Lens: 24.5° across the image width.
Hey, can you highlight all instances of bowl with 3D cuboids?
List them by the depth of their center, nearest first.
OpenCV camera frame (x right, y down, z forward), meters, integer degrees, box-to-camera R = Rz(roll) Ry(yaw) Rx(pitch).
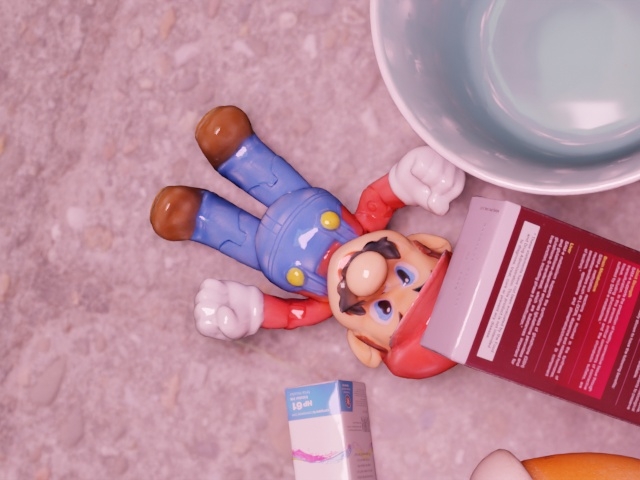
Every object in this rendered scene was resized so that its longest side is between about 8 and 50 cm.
[{"bbox_3d":[0.209,-0.178,1.204,0.311,0.163,0.312,-2,81,16],"label":"bowl"}]

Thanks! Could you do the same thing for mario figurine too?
[{"bbox_3d":[0.000,0.000,1.236,0.320,0.170,0.198,30,126,26],"label":"mario figurine"}]

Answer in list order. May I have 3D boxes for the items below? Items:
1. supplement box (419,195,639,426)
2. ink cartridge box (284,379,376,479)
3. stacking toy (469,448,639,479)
[{"bbox_3d":[0.213,0.065,1.155,0.239,0.073,0.130,21,89,-17],"label":"supplement box"},{"bbox_3d":[0.012,0.184,1.254,0.052,0.088,0.123,-11,80,15],"label":"ink cartridge box"},{"bbox_3d":[0.370,0.249,1.058,0.479,0.350,0.351,-20,77,-2],"label":"stacking toy"}]
